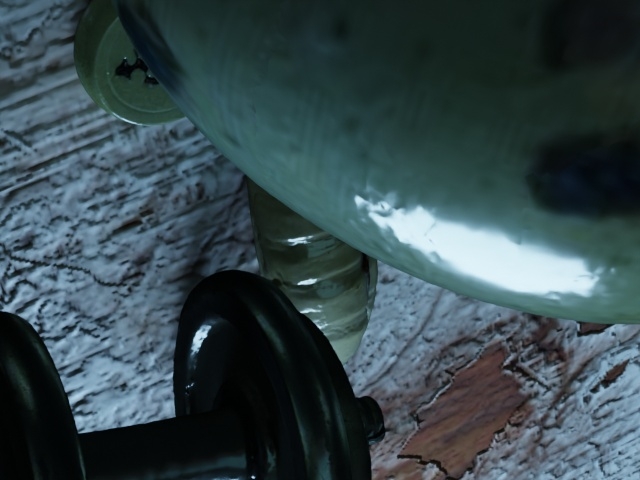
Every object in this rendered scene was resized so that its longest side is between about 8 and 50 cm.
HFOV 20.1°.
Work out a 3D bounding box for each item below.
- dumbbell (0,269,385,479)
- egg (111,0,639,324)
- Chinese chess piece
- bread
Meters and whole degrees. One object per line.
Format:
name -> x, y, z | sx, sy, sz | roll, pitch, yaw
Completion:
dumbbell -> -0.097, 0.120, 0.971 | 0.289, 0.192, 0.192 | -9, 126, -25
egg -> 0.110, -0.136, 0.802 | 0.427, 0.345, 0.345 | 3, 124, -3
Chinese chess piece -> -0.085, -0.099, 0.925 | 0.084, 0.034, 0.084 | -16, 129, -20
bread -> 0.000, -0.001, 1.037 | 0.073, 0.053, 0.214 | -24, 131, -20
